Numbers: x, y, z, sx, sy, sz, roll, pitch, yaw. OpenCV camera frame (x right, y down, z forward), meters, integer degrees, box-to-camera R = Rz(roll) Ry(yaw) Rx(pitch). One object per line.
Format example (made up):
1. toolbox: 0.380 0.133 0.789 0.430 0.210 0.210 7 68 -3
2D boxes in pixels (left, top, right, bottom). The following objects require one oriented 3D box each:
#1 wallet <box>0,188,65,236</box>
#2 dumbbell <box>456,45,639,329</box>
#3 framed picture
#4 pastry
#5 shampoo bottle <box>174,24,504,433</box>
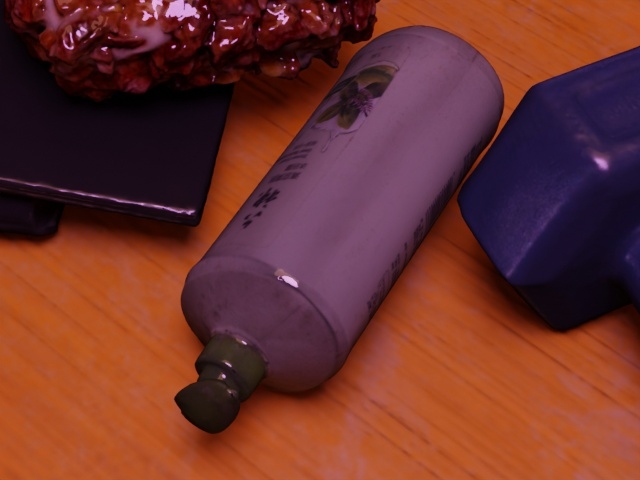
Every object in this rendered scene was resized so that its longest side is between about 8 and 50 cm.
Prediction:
1. wallet: -0.336 -0.112 0.772 0.406 0.062 0.228 5 53 1
2. dumbbell: 0.200 0.061 0.609 0.144 0.160 0.325 -37 57 11
3. framed picture: -0.209 -0.139 0.751 0.339 0.014 0.255 10 54 -1
4. pastry: -0.063 -0.135 0.703 0.209 0.097 0.115 -9 67 -16
5. shampoo bottle: 0.000 0.000 0.666 0.087 0.118 0.234 41 58 -9
